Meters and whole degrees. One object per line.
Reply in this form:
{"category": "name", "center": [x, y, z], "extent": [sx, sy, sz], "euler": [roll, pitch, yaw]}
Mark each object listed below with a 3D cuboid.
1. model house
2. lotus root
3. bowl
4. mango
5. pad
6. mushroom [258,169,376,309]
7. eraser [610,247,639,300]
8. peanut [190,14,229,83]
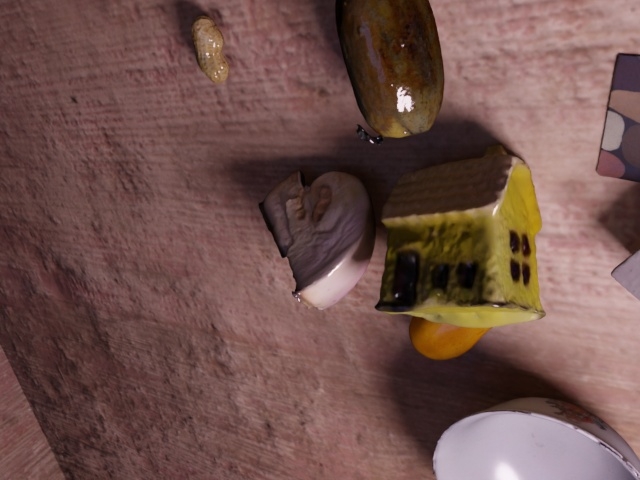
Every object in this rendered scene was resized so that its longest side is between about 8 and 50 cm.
{"category": "model house", "center": [0.200, -0.005, 0.918], "extent": [0.193, 0.174, 0.235], "euler": [-7, 71, 42]}
{"category": "lotus root", "center": [0.092, -0.250, 0.868], "extent": [0.123, 0.124, 0.241], "euler": [13, 127, 49]}
{"category": "bowl", "center": [0.362, 0.356, 1.013], "extent": [0.345, 0.157, 0.346], "euler": [19, 126, 28]}
{"category": "mango", "center": [0.215, 0.125, 1.036], "extent": [0.102, 0.085, 0.184], "euler": [52, 129, 0]}
{"category": "pad", "center": [0.450, -0.125, 0.756], "extent": [0.234, 0.003, 0.158], "euler": [16, 125, 29]}
{"category": "mushroom", "center": [0.027, -0.008, 1.084], "extent": [0.162, 0.173, 0.236], "euler": [47, -167, -50]}
{"category": "eraser", "center": [0.531, 0.111, 0.791], "extent": [0.352, 0.077, 0.111], "euler": [42, 137, 8]}
{"category": "peanut", "center": [-0.183, -0.316, 1.092], "extent": [0.053, 0.054, 0.113], "euler": [7, 123, 34]}
